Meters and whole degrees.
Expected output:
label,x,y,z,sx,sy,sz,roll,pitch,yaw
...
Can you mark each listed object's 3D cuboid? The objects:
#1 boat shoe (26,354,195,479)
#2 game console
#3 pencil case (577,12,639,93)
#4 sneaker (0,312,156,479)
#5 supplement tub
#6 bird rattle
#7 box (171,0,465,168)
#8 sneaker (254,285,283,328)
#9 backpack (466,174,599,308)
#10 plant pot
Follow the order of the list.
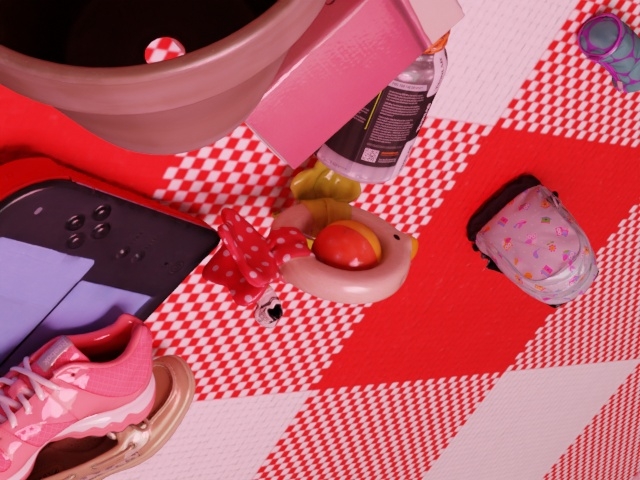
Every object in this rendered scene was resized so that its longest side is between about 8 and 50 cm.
label,x,y,z,sx,sy,sz,roll,pitch,yaw
boat shoe,-0.278,0.241,1.525,0.285,0.104,0.089,-41,151,3
game console,-0.322,0.089,1.324,0.386,0.060,0.342,-45,148,13
pencil case,0.395,-0.246,1.647,0.151,0.064,0.070,24,88,-55
sneaker,-0.306,0.162,1.319,0.313,0.116,0.136,-25,142,-41
supplement tub,0.067,-0.167,1.362,0.117,0.117,0.190,-12,139,-37
bird rattle,0.000,0.000,1.404,0.253,0.206,0.143,-37,146,-59
box,-0.004,-0.212,1.204,0.232,0.149,0.127,-43,147,3
sneaker,-0.066,0.097,1.627,0.032,0.037,0.083,-31,148,-17
backpack,0.305,0.008,1.758,0.152,0.182,0.115,-44,148,8
plant pot,-0.137,-0.209,0.973,0.323,0.323,0.280,-33,164,-10
